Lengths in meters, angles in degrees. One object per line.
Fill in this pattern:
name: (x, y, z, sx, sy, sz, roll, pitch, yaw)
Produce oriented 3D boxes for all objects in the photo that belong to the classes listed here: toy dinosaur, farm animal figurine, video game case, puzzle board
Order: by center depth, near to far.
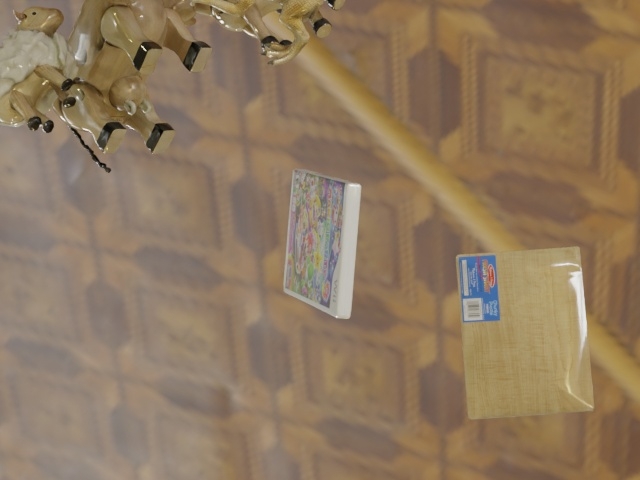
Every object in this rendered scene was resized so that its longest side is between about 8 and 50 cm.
toy dinosaur: (-0.011, -0.155, 1.170, 0.183, 0.053, 0.092, 4, 145, -16)
video game case: (0.000, 0.000, 1.270, 0.011, 0.122, 0.087, 3, 95, -18)
puzzle board: (0.156, 0.071, 1.470, 0.096, 0.128, 0.011, -4, 169, 1)
farm animal figurine: (-0.169, -0.232, 1.913, 0.172, 0.330, 0.326, 45, 104, 31)
